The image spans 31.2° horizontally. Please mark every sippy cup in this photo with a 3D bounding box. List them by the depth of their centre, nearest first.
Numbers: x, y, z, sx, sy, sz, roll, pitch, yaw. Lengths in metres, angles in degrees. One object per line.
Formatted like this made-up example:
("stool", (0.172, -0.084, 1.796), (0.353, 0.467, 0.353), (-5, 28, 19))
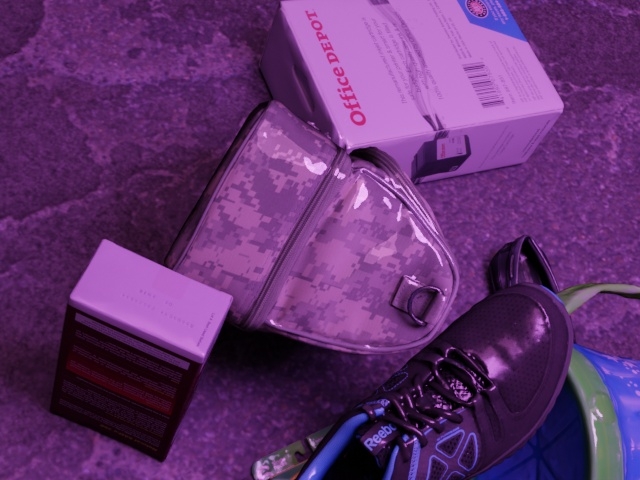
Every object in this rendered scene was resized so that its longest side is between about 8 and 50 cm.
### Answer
("sippy cup", (0.301, 0.215, 1.178), (0.224, 0.305, 0.240), (2, 34, -23))

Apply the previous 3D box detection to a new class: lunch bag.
("lunch bag", (0.000, 0.000, 1.169), (0.256, 0.305, 0.212), (31, 92, -7))

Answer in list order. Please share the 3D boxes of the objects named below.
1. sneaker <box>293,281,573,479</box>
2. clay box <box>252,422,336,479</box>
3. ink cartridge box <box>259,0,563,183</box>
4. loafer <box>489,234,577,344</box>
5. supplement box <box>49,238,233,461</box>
("sneaker", (0.099, 0.170, 1.039), (0.125, 0.139, 0.341), (41, 87, 24))
("clay box", (0.035, 0.288, 1.148), (0.127, 0.053, 0.222), (-22, 68, -26))
("ink cartridge box", (0.108, -0.192, 1.429), (0.307, 0.129, 0.223), (-12, 63, -24))
("loafer", (0.253, 0.099, 1.322), (0.076, 0.078, 0.223), (-4, 61, -21))
("supplement box", (-0.174, 0.111, 1.079), (0.130, 0.239, 0.073), (25, 53, -2))
